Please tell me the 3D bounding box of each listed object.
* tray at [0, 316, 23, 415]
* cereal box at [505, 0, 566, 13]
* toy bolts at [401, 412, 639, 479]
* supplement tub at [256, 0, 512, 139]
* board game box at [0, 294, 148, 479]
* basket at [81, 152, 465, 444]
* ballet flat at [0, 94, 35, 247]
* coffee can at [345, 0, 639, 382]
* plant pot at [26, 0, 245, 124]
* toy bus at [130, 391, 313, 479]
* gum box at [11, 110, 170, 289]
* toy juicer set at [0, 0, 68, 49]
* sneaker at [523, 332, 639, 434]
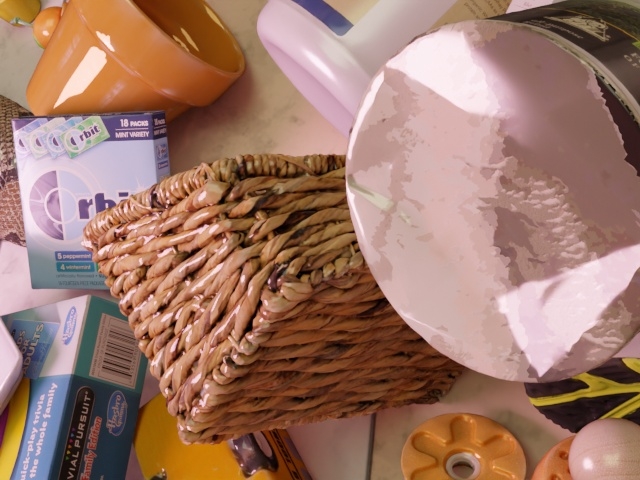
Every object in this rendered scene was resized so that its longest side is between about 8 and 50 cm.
[{"bbox_3d":[-0.348,0.111,0.874,0.145,0.030,0.270,-58,40,3],"label":"tray"},{"bbox_3d":[0.220,-0.157,0.759,0.047,0.173,0.240,39,107,47],"label":"cereal box"},{"bbox_3d":[0.113,0.188,0.649,0.229,0.158,0.218,-30,46,-27],"label":"toy bolts"},{"bbox_3d":[0.123,-0.229,0.844,0.316,0.228,0.228,-44,57,0],"label":"supplement tub"},{"bbox_3d":[-0.309,0.202,0.868,0.336,0.079,0.253,-13,60,41],"label":"board game box"},{"bbox_3d":[0.000,0.000,0.728,0.223,0.299,0.213,56,128,33],"label":"basket"},{"bbox_3d":[-0.464,-0.127,1.091,0.483,0.182,0.164,35,109,32],"label":"ballet flat"},{"bbox_3d":[0.180,-0.055,0.577,0.202,0.275,0.201,20,121,38],"label":"coffee can"},{"bbox_3d":[-0.222,-0.196,1.020,0.188,0.205,0.205,-42,56,20],"label":"plant pot"},{"bbox_3d":[-0.047,0.257,0.755,0.108,0.130,0.332,-36,57,5],"label":"toy bus"},{"bbox_3d":[-0.235,-0.041,0.961,0.157,0.041,0.184,-1,103,13],"label":"gum box"},{"bbox_3d":[-0.292,-0.389,1.191,0.329,0.089,0.209,-47,57,-2],"label":"toy juicer set"},{"bbox_3d":[0.347,0.059,0.665,0.385,0.145,0.147,1,49,16],"label":"sneaker"}]
